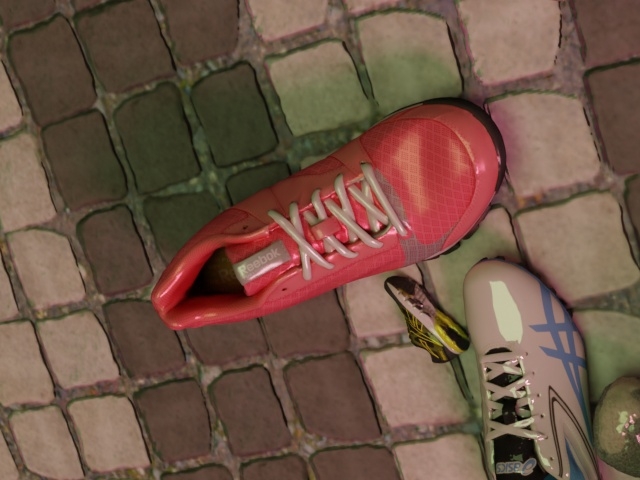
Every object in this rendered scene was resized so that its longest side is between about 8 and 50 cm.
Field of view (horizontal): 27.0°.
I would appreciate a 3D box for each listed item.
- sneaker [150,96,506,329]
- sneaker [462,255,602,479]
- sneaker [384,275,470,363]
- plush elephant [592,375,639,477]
[{"bbox_3d":[0.000,0.001,1.000,0.314,0.136,0.116,-28,93,33],"label":"sneaker"},{"bbox_3d":[0.154,0.128,0.988,0.085,0.086,0.237,-11,100,33],"label":"sneaker"},{"bbox_3d":[0.076,0.064,1.041,0.083,0.031,0.035,46,123,8],"label":"sneaker"},{"bbox_3d":[0.311,0.262,0.843,0.330,0.255,0.271,3,108,28],"label":"plush elephant"}]
